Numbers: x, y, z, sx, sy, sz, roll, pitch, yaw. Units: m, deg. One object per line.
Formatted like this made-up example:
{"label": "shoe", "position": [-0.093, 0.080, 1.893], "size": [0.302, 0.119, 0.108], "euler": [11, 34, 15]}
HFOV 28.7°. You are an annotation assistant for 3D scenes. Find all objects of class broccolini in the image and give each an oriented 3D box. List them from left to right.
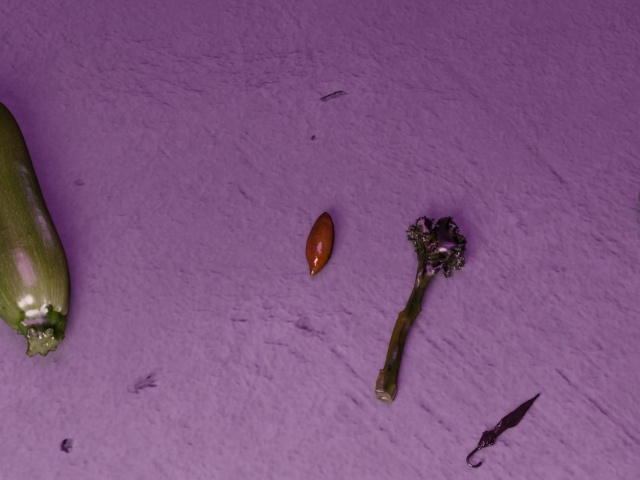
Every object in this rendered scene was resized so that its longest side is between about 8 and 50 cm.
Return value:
{"label": "broccolini", "position": [0.108, 0.077, 1.409], "size": [0.057, 0.071, 0.254], "euler": [37, 55, -25]}

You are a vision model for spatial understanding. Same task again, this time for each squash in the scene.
{"label": "squash", "position": [-0.365, -0.034, 1.435], "size": [0.107, 0.107, 0.395], "euler": [-16, 54, -14]}

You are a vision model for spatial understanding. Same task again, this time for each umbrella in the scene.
{"label": "umbrella", "position": [0.191, 0.195, 1.316], "size": [0.022, 0.013, 0.122], "euler": [41, 58, 14]}

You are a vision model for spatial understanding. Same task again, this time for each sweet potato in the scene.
{"label": "sweet potato", "position": [0.000, 0.000, 1.461], "size": [0.034, 0.034, 0.095], "euler": [6, 53, 4]}

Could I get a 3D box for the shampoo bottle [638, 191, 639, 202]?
{"label": "shampoo bottle", "position": [0.430, 0.015, 1.440], "size": [0.065, 0.065, 0.204], "euler": [-6, 51, -7]}
